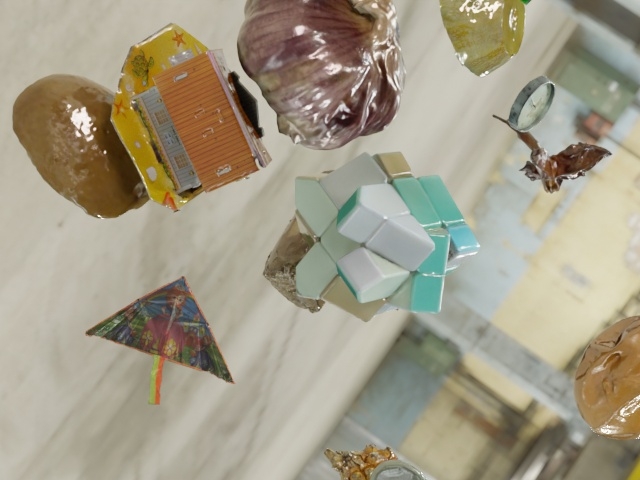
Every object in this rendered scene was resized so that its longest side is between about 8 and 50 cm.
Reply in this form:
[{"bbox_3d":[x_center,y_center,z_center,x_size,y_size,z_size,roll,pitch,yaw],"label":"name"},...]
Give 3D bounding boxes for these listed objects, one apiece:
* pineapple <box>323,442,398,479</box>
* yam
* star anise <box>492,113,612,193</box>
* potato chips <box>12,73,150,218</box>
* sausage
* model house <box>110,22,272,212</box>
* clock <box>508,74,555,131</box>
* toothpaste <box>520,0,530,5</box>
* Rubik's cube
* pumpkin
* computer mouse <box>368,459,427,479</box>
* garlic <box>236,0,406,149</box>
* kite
[{"bbox_3d":[0.056,0.354,2.041,0.114,0.114,0.077,-46,154,-29],"label":"pineapple"},{"bbox_3d":[0.002,0.000,2.199,0.128,0.129,0.238,3,-126,43],"label":"yam"},{"bbox_3d":[0.371,-0.154,2.194,0.140,0.144,0.158,-1,158,-23],"label":"star anise"},{"bbox_3d":[-0.285,-0.122,1.655,0.150,0.202,0.049,-35,-173,-22],"label":"potato chips"},{"bbox_3d":[0.363,0.142,1.430,0.241,0.120,0.136,-4,143,-50],"label":"sausage"},{"bbox_3d":[-0.132,-0.168,1.605,0.136,0.219,0.207,-15,-170,46],"label":"model house"},{"bbox_3d":[0.294,-0.189,1.847,0.085,0.017,0.085,-36,148,-27],"label":"clock"},{"bbox_3d":[0.219,-0.383,1.754,0.043,0.178,0.037,-54,-178,-21],"label":"toothpaste"},{"bbox_3d":[0.075,0.009,1.902,0.213,0.265,0.224,-10,155,-50],"label":"Rubik's cube"},{"bbox_3d":[0.300,-0.404,2.358,0.110,0.217,0.217,-12,-166,25],"label":"pumpkin"},{"bbox_3d":[0.095,0.388,1.907,0.182,0.089,0.056,-63,168,18],"label":"computer mouse"},{"bbox_3d":[0.021,-0.224,1.538,0.160,0.245,0.245,-17,-164,31],"label":"garlic"},{"bbox_3d":[-0.182,0.117,1.564,0.010,0.190,0.159,-24,133,-82],"label":"kite"}]
